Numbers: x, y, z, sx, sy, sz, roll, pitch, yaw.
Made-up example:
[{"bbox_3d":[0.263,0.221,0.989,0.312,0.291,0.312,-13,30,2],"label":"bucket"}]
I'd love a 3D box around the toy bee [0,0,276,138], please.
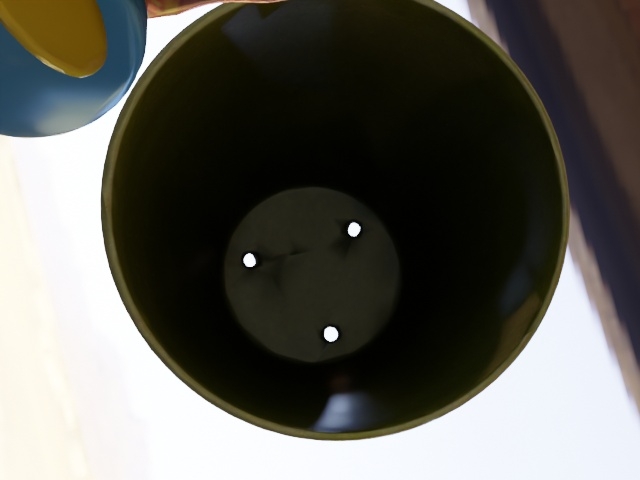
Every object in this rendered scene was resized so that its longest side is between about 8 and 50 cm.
[{"bbox_3d":[-0.106,-0.104,0.534,0.195,0.298,0.162,53,-9,48],"label":"toy bee"}]

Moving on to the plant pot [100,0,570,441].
[{"bbox_3d":[0.000,0.000,1.267,0.293,0.275,0.275,114,-39,-81],"label":"plant pot"}]
